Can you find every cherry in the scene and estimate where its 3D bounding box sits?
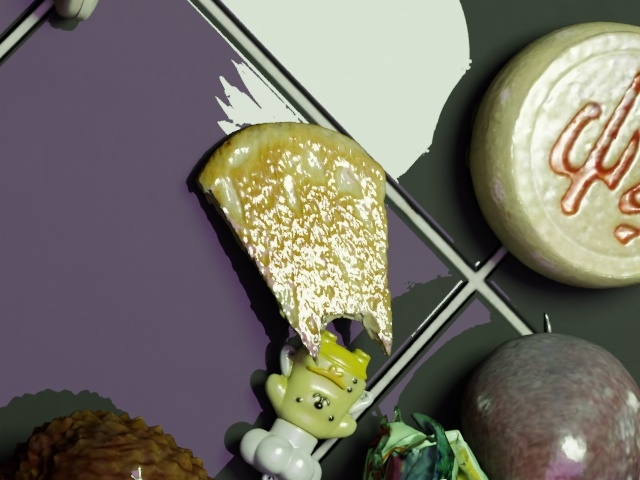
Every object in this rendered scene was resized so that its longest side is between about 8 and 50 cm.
[{"bbox_3d":[0.235,0.197,1.859,0.184,0.266,0.213,-35,101,23],"label":"cherry"}]

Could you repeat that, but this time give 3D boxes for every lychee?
[{"bbox_3d":[-0.185,0.296,1.715,0.268,0.267,0.267,0,91,-17],"label":"lychee"}]

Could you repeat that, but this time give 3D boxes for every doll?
[{"bbox_3d":[-0.013,0.170,1.853,0.106,0.062,0.162,30,83,-10],"label":"doll"}]

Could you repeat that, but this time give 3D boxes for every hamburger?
[{"bbox_3d":[0.110,0.296,1.781,0.151,0.276,0.260,10,86,-8],"label":"hamburger"}]

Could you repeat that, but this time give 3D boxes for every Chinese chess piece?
[{"bbox_3d":[0.283,-0.086,1.914,0.270,0.112,0.270,-1,92,-17],"label":"Chinese chess piece"}]

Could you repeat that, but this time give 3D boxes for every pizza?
[{"bbox_3d":[0.000,0.000,1.853,0.181,0.034,0.262,-24,86,-20],"label":"pizza"}]

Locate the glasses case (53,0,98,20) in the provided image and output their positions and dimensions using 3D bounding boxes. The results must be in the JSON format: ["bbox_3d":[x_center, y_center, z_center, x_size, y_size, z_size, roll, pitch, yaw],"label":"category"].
[{"bbox_3d":[-0.218,-0.308,1.777,0.051,0.081,0.204,9,87,-19],"label":"glasses case"}]
